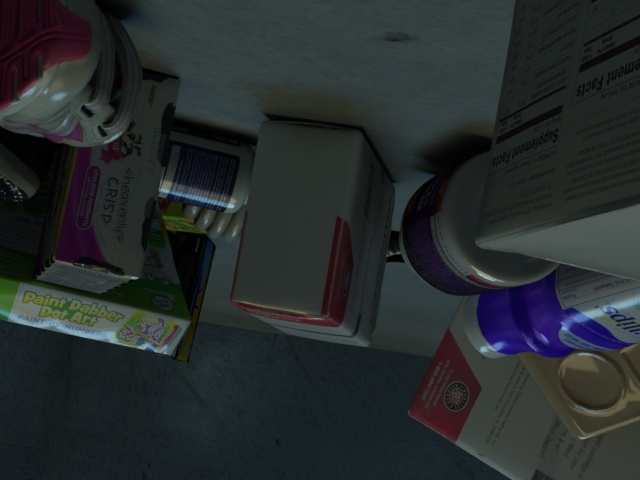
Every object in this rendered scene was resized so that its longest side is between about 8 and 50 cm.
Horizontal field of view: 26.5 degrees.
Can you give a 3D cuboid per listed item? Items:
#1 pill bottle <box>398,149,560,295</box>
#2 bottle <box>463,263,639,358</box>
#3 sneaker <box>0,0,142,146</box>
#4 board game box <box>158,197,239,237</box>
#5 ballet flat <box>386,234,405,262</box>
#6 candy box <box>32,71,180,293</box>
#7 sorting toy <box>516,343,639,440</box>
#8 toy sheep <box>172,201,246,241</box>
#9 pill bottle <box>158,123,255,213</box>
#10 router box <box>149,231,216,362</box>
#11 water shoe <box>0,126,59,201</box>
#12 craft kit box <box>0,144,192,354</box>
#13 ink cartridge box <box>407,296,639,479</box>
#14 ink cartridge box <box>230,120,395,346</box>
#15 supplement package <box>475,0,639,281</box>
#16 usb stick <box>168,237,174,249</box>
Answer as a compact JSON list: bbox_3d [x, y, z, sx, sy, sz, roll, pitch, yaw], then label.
[{"bbox_3d":[0.127,-0.010,1.120,0.108,0.108,0.193,12,172,-10],"label":"pill bottle"},{"bbox_3d":[0.239,0.039,1.129,0.118,0.092,0.283,23,151,-34],"label":"bottle"},{"bbox_3d":[-0.162,-0.114,0.861,0.111,0.103,0.252,10,179,-20],"label":"sneaker"},{"bbox_3d":[-0.169,-0.039,1.553,0.181,0.043,0.092,6,171,30],"label":"board game box"},{"bbox_3d":[0.122,0.026,1.587,0.173,0.049,0.057,12,171,-4],"label":"ballet flat"},{"bbox_3d":[-0.182,-0.044,1.123,0.071,0.159,0.233,13,171,-15],"label":"candy box"},{"bbox_3d":[0.260,0.078,1.249,0.208,0.193,0.038,-28,-171,45],"label":"sorting toy"},{"bbox_3d":[-0.085,-0.040,1.293,0.132,0.091,0.091,18,171,-9],"label":"toy sheep"},{"bbox_3d":[-0.099,-0.062,1.211,0.120,0.067,0.067,13,172,-13],"label":"pill bottle"},{"bbox_3d":[-0.198,0.082,1.960,0.046,0.179,0.133,13,173,4],"label":"router box"},{"bbox_3d":[-0.292,-0.118,1.093,0.073,0.080,0.203,1,143,37],"label":"water shoe"},{"bbox_3d":[-0.265,-0.011,1.329,0.250,0.061,0.246,16,-150,-28],"label":"craft kit box"},{"bbox_3d":[0.263,0.156,1.389,0.283,0.207,0.117,31,-165,22],"label":"ink cartridge box"},{"bbox_3d":[0.000,0.000,1.179,0.092,0.158,0.218,8,171,13],"label":"ink cartridge box"},{"bbox_3d":[0.231,-0.046,0.590,0.262,0.145,0.204,12,172,-12],"label":"supplement package"},{"bbox_3d":[-0.259,0.003,1.970,0.077,0.045,0.278,10,172,15],"label":"usb stick"}]
